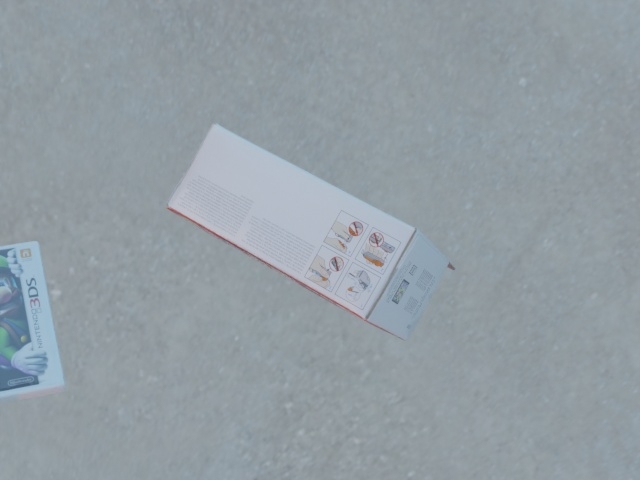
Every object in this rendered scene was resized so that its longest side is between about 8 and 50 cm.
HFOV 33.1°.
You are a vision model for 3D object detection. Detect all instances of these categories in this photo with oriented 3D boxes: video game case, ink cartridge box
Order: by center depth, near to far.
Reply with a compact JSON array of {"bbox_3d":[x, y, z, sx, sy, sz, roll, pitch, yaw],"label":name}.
[{"bbox_3d":[-0.369,0.090,1.097,0.190,0.022,0.173,-9,62,-17],"label":"video game case"},{"bbox_3d":[0.000,0.000,1.417,0.309,0.272,0.130,29,88,22],"label":"ink cartridge box"}]
